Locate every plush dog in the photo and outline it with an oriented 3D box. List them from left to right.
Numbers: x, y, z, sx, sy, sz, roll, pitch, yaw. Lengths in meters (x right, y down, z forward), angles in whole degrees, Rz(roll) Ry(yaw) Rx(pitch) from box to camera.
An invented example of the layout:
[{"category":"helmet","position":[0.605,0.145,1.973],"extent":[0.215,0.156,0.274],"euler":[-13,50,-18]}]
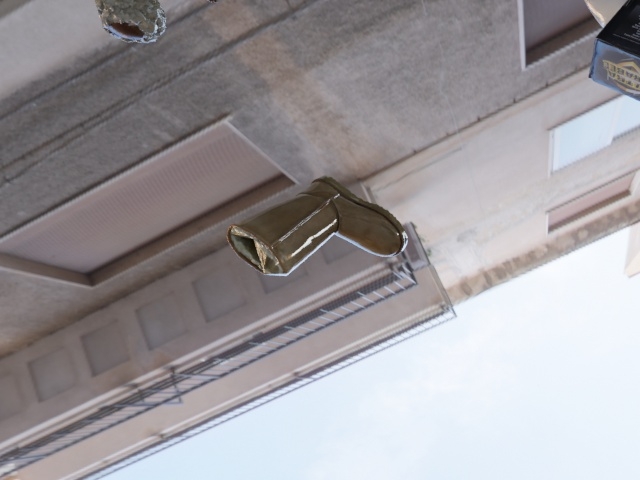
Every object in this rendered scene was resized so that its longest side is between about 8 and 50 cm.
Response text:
[{"category":"plush dog","position":[-0.245,-0.458,1.103],"extent":[0.225,0.262,0.211],"euler":[-15,-127,-7]}]

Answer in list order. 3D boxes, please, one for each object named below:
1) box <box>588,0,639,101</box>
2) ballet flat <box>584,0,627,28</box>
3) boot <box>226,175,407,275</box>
[{"category":"box","position":[0.477,-0.219,0.737],"extent":[0.295,0.073,0.293],"euler":[33,-110,28]},{"category":"ballet flat","position":[0.508,-0.242,0.939],"extent":[0.400,0.139,0.139],"euler":[43,-87,-4]},{"category":"boot","position":[0.000,0.000,1.343],"extent":[0.236,0.269,0.089],"euler":[32,-52,18]}]
